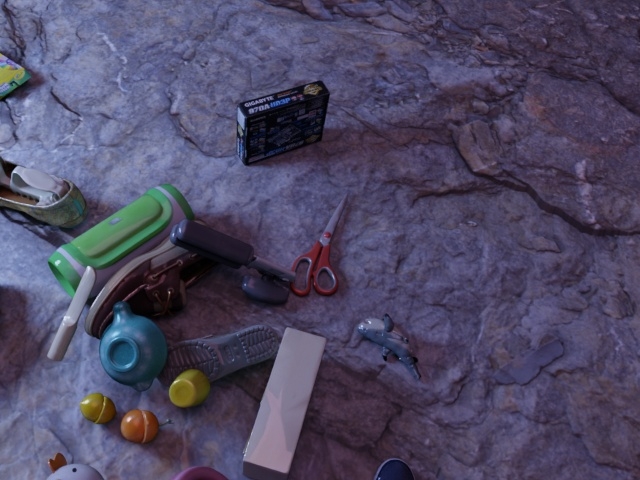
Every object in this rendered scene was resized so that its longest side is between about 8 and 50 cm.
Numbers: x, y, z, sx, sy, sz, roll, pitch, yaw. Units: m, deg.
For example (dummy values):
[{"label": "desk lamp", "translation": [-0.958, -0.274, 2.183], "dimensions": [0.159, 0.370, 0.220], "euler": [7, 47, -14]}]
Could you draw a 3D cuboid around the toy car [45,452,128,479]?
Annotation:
[{"label": "toy car", "translation": [-0.406, 0.441, 1.110], "dimensions": [0.219, 0.210, 0.238], "euler": [-36, 54, -13]}]

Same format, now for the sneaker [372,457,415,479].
[{"label": "sneaker", "translation": [0.134, 0.500, 1.152], "dimensions": [0.099, 0.153, 0.282], "euler": [11, 56, -1]}]

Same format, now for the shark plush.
[{"label": "shark plush", "translation": [0.151, 0.224, 1.415], "dimensions": [0.067, 0.073, 0.161], "euler": [-39, 89, -7]}]

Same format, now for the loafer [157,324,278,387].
[{"label": "loafer", "translation": [-0.202, 0.232, 1.337], "dimensions": [0.251, 0.087, 0.094], "euler": [-12, 80, -1]}]

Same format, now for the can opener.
[{"label": "can opener", "translation": [-0.178, 0.051, 1.391], "dimensions": [0.283, 0.076, 0.095], "euler": [24, 65, -27]}]

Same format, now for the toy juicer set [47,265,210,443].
[{"label": "toy juicer set", "translation": [-0.383, 0.233, 1.275], "dimensions": [0.209, 0.089, 0.329], "euler": [-45, 85, 4]}]

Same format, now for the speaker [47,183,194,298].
[{"label": "speaker", "translation": [-0.415, 0.001, 1.427], "dimensions": [0.131, 0.131, 0.296], "euler": [42, 61, 19]}]

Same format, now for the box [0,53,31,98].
[{"label": "box", "translation": [-0.824, -0.422, 1.701], "dimensions": [0.179, 0.043, 0.105], "euler": [32, 58, 16]}]

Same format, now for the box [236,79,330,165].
[{"label": "box", "translation": [-0.091, -0.281, 1.622], "dimensions": [0.220, 0.175, 0.051], "euler": [-21, 63, -19]}]

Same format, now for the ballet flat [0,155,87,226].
[{"label": "ballet flat", "translation": [-0.680, -0.129, 1.484], "dimensions": [0.348, 0.123, 0.123], "euler": [19, 57, 6]}]

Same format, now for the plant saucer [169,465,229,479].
[{"label": "plant saucer", "translation": [-0.176, 0.519, 1.026], "dimensions": [0.084, 0.332, 0.332], "euler": [-24, 59, 12]}]

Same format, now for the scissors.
[{"label": "scissors", "translation": [0.000, 0.000, 1.542], "dimensions": [0.109, 0.021, 0.297], "euler": [9, 58, 1]}]

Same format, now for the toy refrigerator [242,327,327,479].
[{"label": "toy refrigerator", "translation": [-0.070, 0.311, 1.282], "dimensions": [0.094, 0.102, 0.270], "euler": [15, 57, 3]}]

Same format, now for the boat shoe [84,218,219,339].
[{"label": "boat shoe", "translation": [-0.322, 0.093, 1.385], "dimensions": [0.123, 0.123, 0.342], "euler": [36, 54, 17]}]
